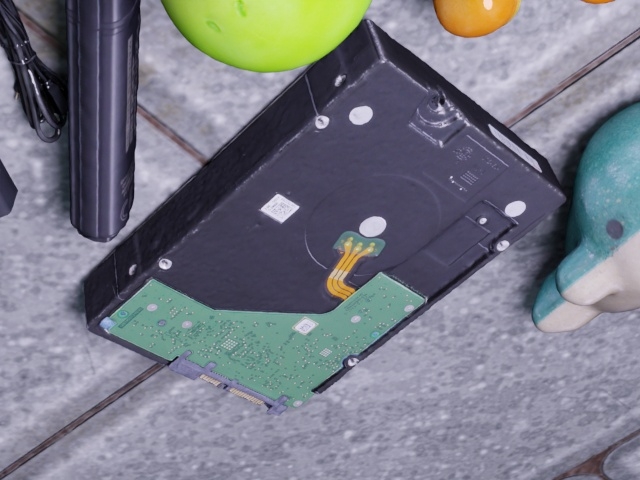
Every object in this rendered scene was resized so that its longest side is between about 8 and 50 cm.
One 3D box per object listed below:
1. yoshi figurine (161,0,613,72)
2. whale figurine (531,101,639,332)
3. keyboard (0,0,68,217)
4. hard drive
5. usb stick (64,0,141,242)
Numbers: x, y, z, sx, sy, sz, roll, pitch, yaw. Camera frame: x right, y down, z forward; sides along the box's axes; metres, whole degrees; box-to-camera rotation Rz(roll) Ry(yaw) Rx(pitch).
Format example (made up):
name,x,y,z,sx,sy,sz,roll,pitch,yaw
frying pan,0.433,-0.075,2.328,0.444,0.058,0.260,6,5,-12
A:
name,x,y,z,sx,sy,sz,roll,pitch,yaw
yoshi figurine,0.028,-0.161,0.667,0.362,0.203,0.203,0,125,-46
whale figurine,0.260,-0.020,1.015,0.216,0.141,0.272,-29,168,-30
keyboard,-0.285,-0.126,0.817,0.201,0.033,0.317,-17,136,1
hard drive,0.000,0.000,0.995,0.237,0.064,0.339,30,119,-36
usb stick,-0.149,-0.117,0.831,0.045,0.077,0.278,9,133,-1
